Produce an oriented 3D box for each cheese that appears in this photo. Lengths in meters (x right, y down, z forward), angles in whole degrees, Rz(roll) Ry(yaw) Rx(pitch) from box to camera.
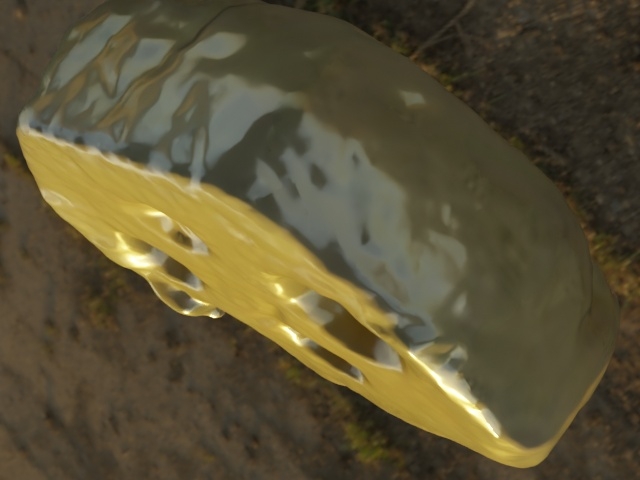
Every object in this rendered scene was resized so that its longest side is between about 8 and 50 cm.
[{"bbox_3d":[0.000,0.000,0.660,0.326,0.115,0.318,35,165,-2],"label":"cheese"}]
